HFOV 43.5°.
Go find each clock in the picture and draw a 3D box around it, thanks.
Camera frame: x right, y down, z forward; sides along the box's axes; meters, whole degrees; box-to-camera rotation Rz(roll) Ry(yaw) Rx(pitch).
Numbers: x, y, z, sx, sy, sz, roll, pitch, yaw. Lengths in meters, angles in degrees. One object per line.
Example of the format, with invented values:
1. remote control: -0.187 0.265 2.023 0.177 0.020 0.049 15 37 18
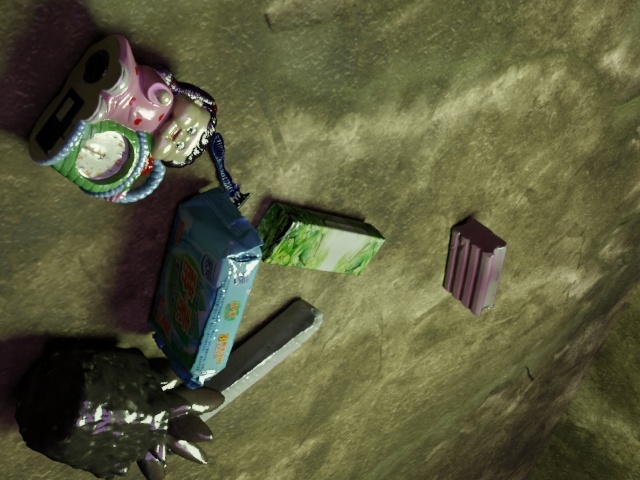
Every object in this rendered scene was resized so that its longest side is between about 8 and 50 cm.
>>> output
1. clock: -0.239 -0.138 1.012 0.194 0.100 0.195 -51 143 10

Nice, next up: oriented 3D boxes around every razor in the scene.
1. razor: -0.143 -0.106 1.202 0.044 0.028 0.155 -54 149 -28

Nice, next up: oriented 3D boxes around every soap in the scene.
1. soap: -0.181 0.079 1.226 0.077 0.156 0.293 -7 127 -41
2. soap: 0.347 0.061 1.812 0.065 0.122 0.203 -28 141 -27

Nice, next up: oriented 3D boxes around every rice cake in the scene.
1. rice cake: -0.146 0.238 1.487 0.365 0.072 0.056 -38 147 -16

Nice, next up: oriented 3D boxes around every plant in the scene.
1. plant: -0.307 0.267 1.266 0.181 0.194 0.320 -42 142 12

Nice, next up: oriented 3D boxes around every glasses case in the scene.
1. glasses case: 0.000 0.000 1.431 0.272 0.062 0.095 11 120 -51
